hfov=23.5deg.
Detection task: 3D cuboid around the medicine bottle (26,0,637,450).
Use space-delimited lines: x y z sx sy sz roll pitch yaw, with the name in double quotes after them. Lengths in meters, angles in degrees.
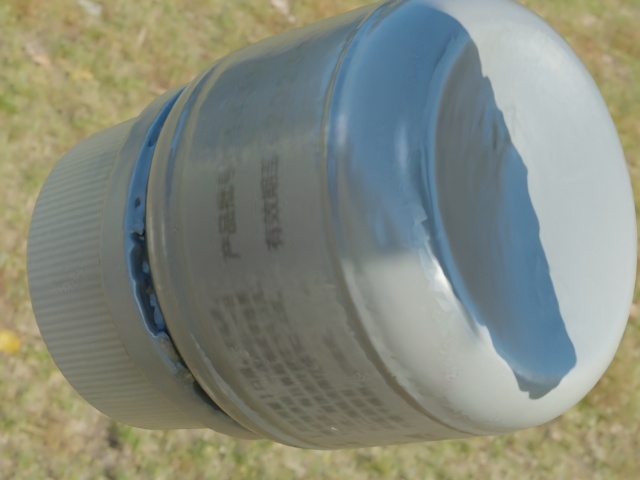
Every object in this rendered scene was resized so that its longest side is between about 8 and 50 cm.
0.000 0.000 0.901 0.306 0.245 0.245 -11 2 40 "medicine bottle"
